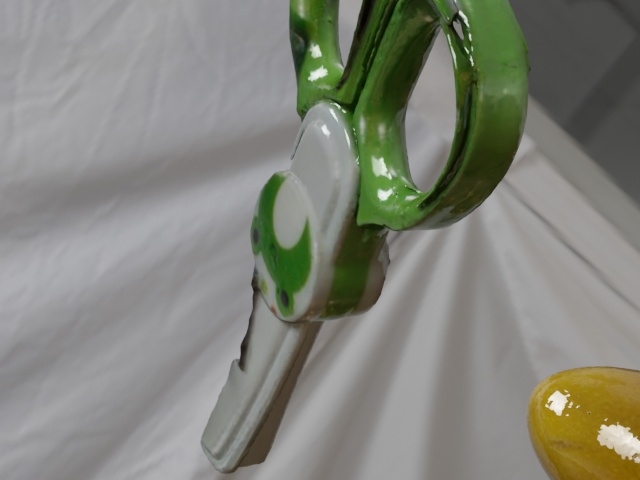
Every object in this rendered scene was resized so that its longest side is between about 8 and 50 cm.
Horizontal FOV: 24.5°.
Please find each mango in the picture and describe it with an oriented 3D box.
[{"bbox_3d":[0.229,0.140,0.796,0.253,0.138,0.113,27,-48,10],"label":"mango"}]

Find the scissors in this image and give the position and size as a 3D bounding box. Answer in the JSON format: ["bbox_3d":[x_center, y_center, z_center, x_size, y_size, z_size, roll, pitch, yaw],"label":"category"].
[{"bbox_3d":[0.000,0.000,0.414,0.204,0.027,0.101,110,-34,-40],"label":"scissors"}]
